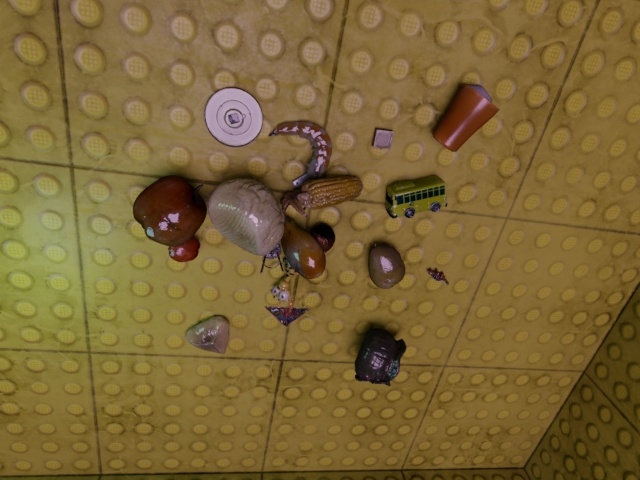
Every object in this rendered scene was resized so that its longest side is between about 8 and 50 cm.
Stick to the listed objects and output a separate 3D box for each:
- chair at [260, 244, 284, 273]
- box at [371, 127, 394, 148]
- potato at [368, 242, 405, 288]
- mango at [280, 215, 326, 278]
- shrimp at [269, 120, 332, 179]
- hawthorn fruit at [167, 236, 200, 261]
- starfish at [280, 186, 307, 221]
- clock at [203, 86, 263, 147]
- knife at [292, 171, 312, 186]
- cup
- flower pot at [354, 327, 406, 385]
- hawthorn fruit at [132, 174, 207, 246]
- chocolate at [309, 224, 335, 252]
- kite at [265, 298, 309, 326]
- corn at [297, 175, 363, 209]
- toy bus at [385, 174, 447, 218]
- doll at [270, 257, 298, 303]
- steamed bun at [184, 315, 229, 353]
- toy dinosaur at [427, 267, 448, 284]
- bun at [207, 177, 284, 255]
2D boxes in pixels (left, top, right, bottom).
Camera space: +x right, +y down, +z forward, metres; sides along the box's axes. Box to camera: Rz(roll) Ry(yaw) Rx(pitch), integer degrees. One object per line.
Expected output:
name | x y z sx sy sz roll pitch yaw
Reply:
chair | -0.222 0.068 1.905 0.104 0.222 0.095 -1 109 -7
box | 0.267 -0.436 1.803 0.079 0.035 0.084 5 118 -11
potato | 0.314 0.118 2.047 0.174 0.159 0.252 -31 112 -19
mango | -0.095 0.033 1.895 0.317 0.146 0.193 54 142 10
shrimp | -0.053 -0.398 1.749 0.185 0.068 0.287 -44 110 9
hawthorn fruit | -0.608 0.037 1.874 0.137 0.133 0.133 1 119 -19
starfish | -0.115 -0.153 1.815 0.146 0.190 0.074 -31 130 1
clock | -0.347 -0.490 1.682 0.234 0.029 0.235 -4 119 -7
knife | -0.047 -0.282 1.845 0.162 0.023 0.044 -28 117 7
cup | 0.611 -0.508 1.759 0.226 0.182 0.264 5 131 -47
flower pot | 0.311 0.630 2.245 0.212 0.302 0.302 23 115 6
hawthorn fruit | -0.595 -0.138 1.708 0.301 0.268 0.267 -46 116 6
chocolate | 0.000 0.000 1.955 0.127 0.124 0.133 11 142 -27
kite | -0.180 0.379 2.193 0.240 0.014 0.184 10 116 -12
corn | 0.046 -0.210 1.779 0.346 0.130 0.131 -18 126 -38
toy bus | 0.427 -0.201 1.904 0.261 0.128 0.150 -13 119 -3
doll | -0.163 0.186 2.050 0.117 0.086 0.291 31 114 10
steamed bun | -0.558 0.485 2.140 0.231 0.111 0.213 22 113 -22
toy dinosaur | 0.617 0.188 2.189 0.154 0.049 0.055 34 106 -18
bun | -0.294 -0.112 1.764 0.352 0.348 0.227 46 60 -15
